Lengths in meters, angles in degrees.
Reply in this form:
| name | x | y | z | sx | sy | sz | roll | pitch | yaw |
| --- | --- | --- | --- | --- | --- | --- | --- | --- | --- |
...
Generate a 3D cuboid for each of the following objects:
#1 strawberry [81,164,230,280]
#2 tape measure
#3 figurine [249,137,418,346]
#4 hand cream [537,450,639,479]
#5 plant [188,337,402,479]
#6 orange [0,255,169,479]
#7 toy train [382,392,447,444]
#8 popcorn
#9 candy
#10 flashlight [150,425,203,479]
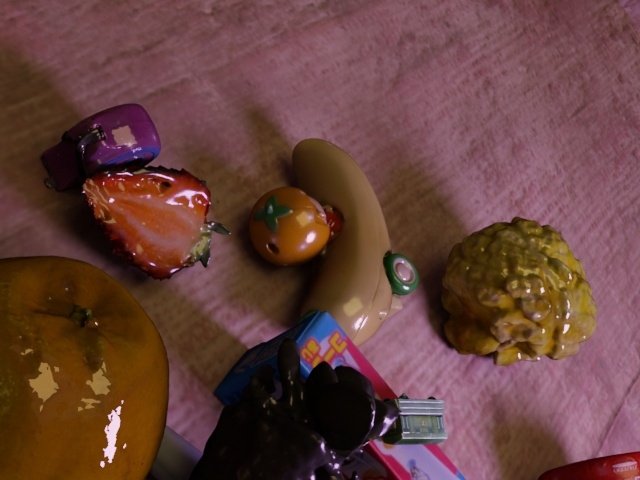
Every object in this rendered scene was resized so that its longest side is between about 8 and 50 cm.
| name | x | y | z | sx | sy | sz | roll | pitch | yaw |
| --- | --- | --- | --- | --- | --- | --- | --- | --- | --- |
| strawberry | -0.205 | -0.023 | 1.191 | 0.192 | 0.085 | 0.140 | -15 | 97 | -42 |
| tape measure | -0.255 | -0.112 | 1.176 | 0.125 | 0.118 | 0.074 | -22 | 84 | -52 |
| figurine | 0.000 | 0.000 | 1.354 | 0.222 | 0.124 | 0.324 | 9 | 57 | -37 |
| hand cream | 0.425 | 0.390 | 1.465 | 0.193 | 0.193 | 0.125 | 11 | 59 | -39 |
| plant | -0.025 | 0.254 | 1.011 | 0.188 | 0.199 | 0.276 | 34 | 82 | -20 |
| orange | -0.270 | 0.140 | 0.916 | 0.279 | 0.235 | 0.279 | 36 | 31 | -27 |
| toy train | 0.106 | 0.208 | 1.149 | 0.093 | 0.038 | 0.056 | 10 | 66 | -40 |
| popcorn | 0.303 | 0.099 | 1.535 | 0.237 | 0.251 | 0.205 | -6 | 40 | -10 |
| candy | 0.032 | 0.245 | 1.202 | 0.306 | 0.157 | 0.100 | 50 | 42 | -9 |
| flashlight | -0.173 | 0.238 | 1.096 | 0.200 | 0.047 | 0.093 | 45 | 43 | -17 |
